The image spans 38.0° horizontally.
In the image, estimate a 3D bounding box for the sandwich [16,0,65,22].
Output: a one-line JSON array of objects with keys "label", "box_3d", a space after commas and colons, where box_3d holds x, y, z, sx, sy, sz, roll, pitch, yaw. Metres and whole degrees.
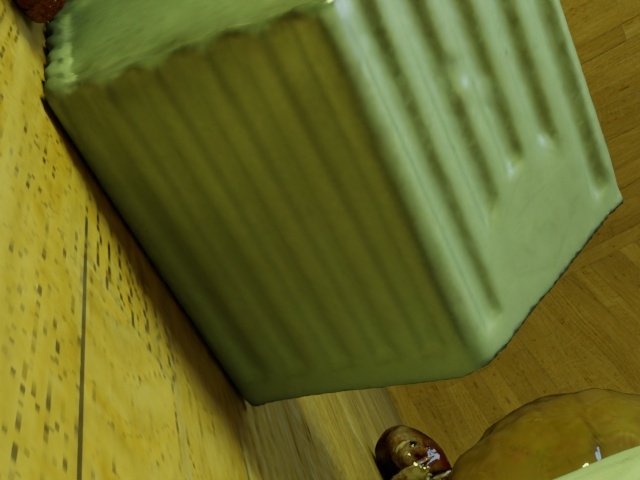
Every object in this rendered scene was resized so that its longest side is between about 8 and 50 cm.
[{"label": "sandwich", "box_3d": [-0.115, -0.133, 0.413, 0.026, 0.069, 0.101, 29, 13, -24]}]

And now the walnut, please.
[{"label": "walnut", "box_3d": [0.267, 0.329, 0.912, 0.398, 0.307, 0.354, 60, 36, -58]}]

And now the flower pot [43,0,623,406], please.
[{"label": "flower pot", "box_3d": [0.006, -0.063, 0.451, 0.209, 0.239, 0.190, 15, -37, 48]}]

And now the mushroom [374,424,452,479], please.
[{"label": "mushroom", "box_3d": [0.113, 0.269, 1.051, 0.135, 0.080, 0.170, 52, -5, 16]}]

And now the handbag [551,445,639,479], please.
[{"label": "handbag", "box_3d": [0.132, 0.238, 0.320, 0.151, 0.171, 0.298, 68, 0, -57]}]
